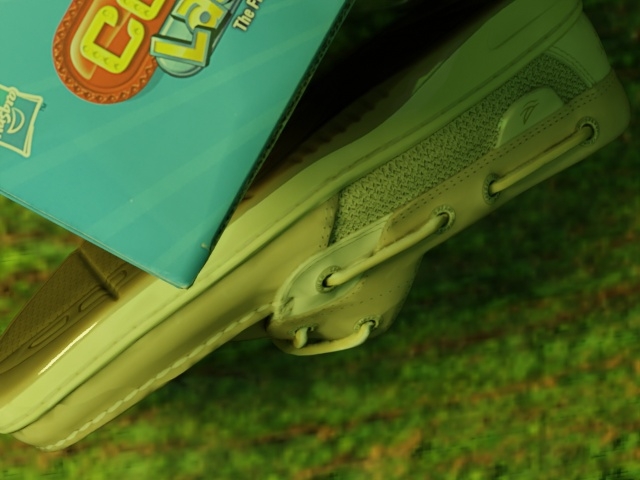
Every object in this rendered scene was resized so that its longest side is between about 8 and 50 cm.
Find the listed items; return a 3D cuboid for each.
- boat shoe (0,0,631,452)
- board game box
[{"bbox_3d":[0.000,0.000,0.795,0.302,0.109,0.098,-37,109,-15],"label":"boat shoe"},{"bbox_3d":[-0.041,-0.160,0.639,0.086,0.308,0.302,29,89,-20],"label":"board game box"}]
